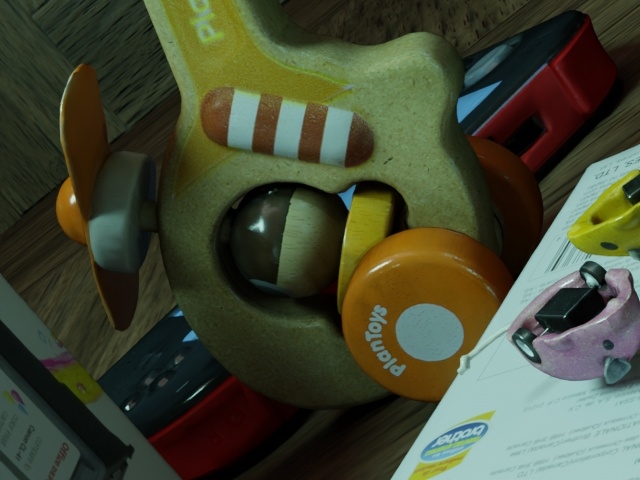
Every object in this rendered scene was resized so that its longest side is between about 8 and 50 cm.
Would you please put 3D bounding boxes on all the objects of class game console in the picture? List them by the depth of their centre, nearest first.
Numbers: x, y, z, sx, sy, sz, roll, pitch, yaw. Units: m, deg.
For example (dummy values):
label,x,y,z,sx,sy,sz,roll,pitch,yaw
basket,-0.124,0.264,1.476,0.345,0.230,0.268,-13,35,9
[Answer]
label,x,y,z,sx,sy,sz,roll,pitch,yaw
game console,0.000,0.000,1.060,0.386,0.060,0.342,-43,14,-15

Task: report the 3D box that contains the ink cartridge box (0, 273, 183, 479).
label,x,y,z,sx,sy,sz,roll,pitch,yaw
ink cartridge box,-0.216,0.119,0.724,0.226,0.306,0.131,-34,14,25

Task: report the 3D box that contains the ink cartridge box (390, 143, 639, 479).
label,x,y,z,sx,sy,sz,roll,pitch,yaw
ink cartridge box,0.120,0.050,0.553,0.185,0.065,0.311,-26,17,47

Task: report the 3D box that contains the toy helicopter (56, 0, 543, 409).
label,x,y,z,sx,sy,sz,roll,pitch,yaw
toy helicopter,-0.050,-0.071,0.774,0.235,0.355,0.140,-16,22,21

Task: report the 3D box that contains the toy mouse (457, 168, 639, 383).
label,x,y,z,sx,sy,sz,roll,pitch,yaw
toy mouse,0.115,0.008,0.506,0.161,0.031,0.143,-38,13,7
